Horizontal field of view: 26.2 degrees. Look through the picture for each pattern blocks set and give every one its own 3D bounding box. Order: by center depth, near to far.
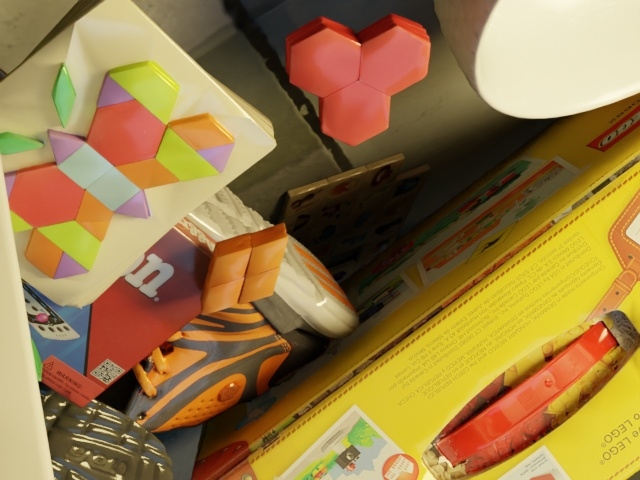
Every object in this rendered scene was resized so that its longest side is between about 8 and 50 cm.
[{"bbox_3d":[-0.125,-0.045,0.762,0.285,0.026,0.325,26,118,-28],"label":"pattern blocks set"}]

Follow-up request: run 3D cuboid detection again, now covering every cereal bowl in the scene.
[{"bbox_3d":[0.211,-0.232,0.864,0.339,0.141,0.339,-24,158,-11],"label":"cereal bowl"}]

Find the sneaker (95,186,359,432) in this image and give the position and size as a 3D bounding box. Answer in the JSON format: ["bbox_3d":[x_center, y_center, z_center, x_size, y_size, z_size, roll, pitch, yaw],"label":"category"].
[{"bbox_3d":[-0.118,0.043,0.977,0.180,0.124,0.321,-42,133,8],"label":"sneaker"}]

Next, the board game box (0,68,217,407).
[{"bbox_3d":[-0.192,-0.015,0.805,0.145,0.027,0.281,-39,125,16],"label":"board game box"}]

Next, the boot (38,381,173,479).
[{"bbox_3d":[-0.274,0.089,0.966,0.118,0.338,0.222,-49,-149,-22],"label":"boot"}]

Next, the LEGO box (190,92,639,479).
[{"bbox_3d":[0.146,0.088,1.161,0.500,0.193,0.372,-37,-173,4],"label":"LEGO box"}]

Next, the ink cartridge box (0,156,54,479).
[{"bbox_3d":[-0.323,0.075,0.563,0.395,0.285,0.166,-1,144,-23],"label":"ink cartridge box"}]

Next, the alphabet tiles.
[{"bbox_3d":[0.000,0.000,1.299,0.198,0.009,0.237,-19,156,-23],"label":"alphabet tiles"}]
